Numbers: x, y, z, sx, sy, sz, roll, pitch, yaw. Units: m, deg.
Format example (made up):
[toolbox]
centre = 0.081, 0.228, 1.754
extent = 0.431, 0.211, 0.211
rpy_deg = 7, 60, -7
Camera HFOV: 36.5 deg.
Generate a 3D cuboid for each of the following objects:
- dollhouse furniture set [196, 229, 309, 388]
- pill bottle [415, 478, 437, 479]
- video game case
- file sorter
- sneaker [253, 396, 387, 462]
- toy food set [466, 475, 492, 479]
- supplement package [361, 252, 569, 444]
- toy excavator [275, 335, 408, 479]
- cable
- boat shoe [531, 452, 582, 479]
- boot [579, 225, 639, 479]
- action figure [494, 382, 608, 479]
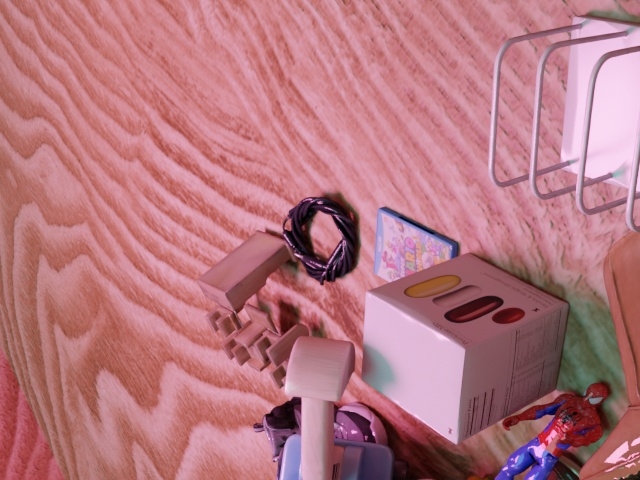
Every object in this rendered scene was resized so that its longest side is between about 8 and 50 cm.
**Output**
[dollhouse furniture set]
centre = -0.100, 0.130, 1.835
extent = 0.212, 0.161, 0.242
rpy_deg = 20, 143, 48
[pill bottle]
centre = 0.179, 0.499, 1.509
extent = 0.152, 0.152, 0.272
rpy_deg = 37, 157, 39
[video game case]
centre = 0.146, 0.029, 1.522
extent = 0.166, 0.015, 0.119
rpy_deg = 30, 128, 44
[file sorter]
centre = 0.338, -0.122, 1.059
extent = 0.277, 0.173, 0.193
rpy_deg = 26, 124, 46
[sneaker]
centre = -0.008, 0.353, 1.754
extent = 0.268, 0.153, 0.101
rpy_deg = 9, 112, 52
[toy food set]
centre = 0.286, 0.435, 1.476
extent = 0.218, 0.071, 0.128
rpy_deg = 45, 163, 37
[supplement package]
centre = 0.195, 0.140, 1.341
extent = 0.194, 0.203, 0.149
rpy_deg = 29, 127, 44
[toy excavator]
centre = 0.015, 0.380, 1.496
extent = 0.445, 0.222, 0.433
rpy_deg = 53, -136, -77
[cable]
centre = 0.000, 0.000, 1.679
extent = 0.184, 0.047, 0.151
rpy_deg = -26, 84, 54
[boat shoe]
centre = 0.359, 0.416, 1.334
extent = 0.257, 0.095, 0.095
rpy_deg = 60, 143, 17
[boot]
centre = 0.368, 0.146, 1.130
extent = 0.236, 0.089, 0.270
rpy_deg = 131, 144, -51
[action figure]
centre = 0.276, 0.293, 1.305
extent = 0.280, 0.139, 0.091
rpy_deg = -53, 50, 18
